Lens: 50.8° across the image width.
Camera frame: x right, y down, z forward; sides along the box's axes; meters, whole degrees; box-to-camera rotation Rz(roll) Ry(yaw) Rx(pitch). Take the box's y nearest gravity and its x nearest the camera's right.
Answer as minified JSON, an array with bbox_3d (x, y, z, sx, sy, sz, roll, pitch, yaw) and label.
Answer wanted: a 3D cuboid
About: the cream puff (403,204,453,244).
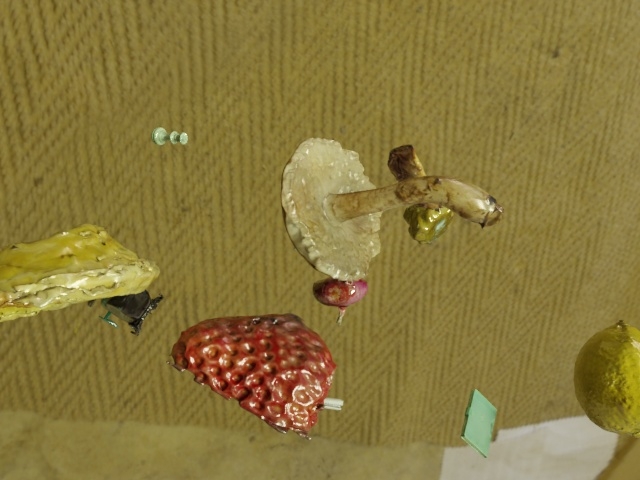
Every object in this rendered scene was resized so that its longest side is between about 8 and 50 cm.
[{"bbox_3d":[0.280,-0.066,1.804,0.146,0.116,0.146,-31,148,-22],"label":"cream puff"}]

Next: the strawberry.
[{"bbox_3d":[-0.096,0.198,1.202,0.280,0.253,0.150,29,99,5],"label":"strawberry"}]

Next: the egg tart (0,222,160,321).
[{"bbox_3d":[-0.311,0.042,0.720,0.278,0.279,0.095,-14,91,-15],"label":"egg tart"}]

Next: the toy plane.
[{"bbox_3d":[-0.464,0.138,1.562,0.155,0.381,0.106,36,70,-10],"label":"toy plane"}]

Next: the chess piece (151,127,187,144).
[{"bbox_3d":[-0.350,-0.243,1.585,0.042,0.093,0.042,-27,121,-58],"label":"chess piece"}]

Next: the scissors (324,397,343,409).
[{"bbox_3d":[-0.020,0.392,1.649,0.242,0.118,0.031,25,75,-48],"label":"scissors"}]

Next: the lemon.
[{"bbox_3d":[0.847,0.389,1.898,0.268,0.322,0.268,-2,158,-1],"label":"lemon"}]

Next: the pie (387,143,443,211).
[{"bbox_3d":[0.166,-0.113,1.221,0.034,0.092,0.170,-53,129,-22],"label":"pie"}]

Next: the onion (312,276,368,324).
[{"bbox_3d":[0.052,0.158,1.790,0.149,0.150,0.140,-4,93,-21],"label":"onion"}]

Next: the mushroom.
[{"bbox_3d":[0.088,-0.081,1.055,0.301,0.208,0.233,-29,118,8],"label":"mushroom"}]

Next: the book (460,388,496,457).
[{"bbox_3d":[0.390,0.448,1.661,0.103,0.135,0.017,44,138,-22],"label":"book"}]
